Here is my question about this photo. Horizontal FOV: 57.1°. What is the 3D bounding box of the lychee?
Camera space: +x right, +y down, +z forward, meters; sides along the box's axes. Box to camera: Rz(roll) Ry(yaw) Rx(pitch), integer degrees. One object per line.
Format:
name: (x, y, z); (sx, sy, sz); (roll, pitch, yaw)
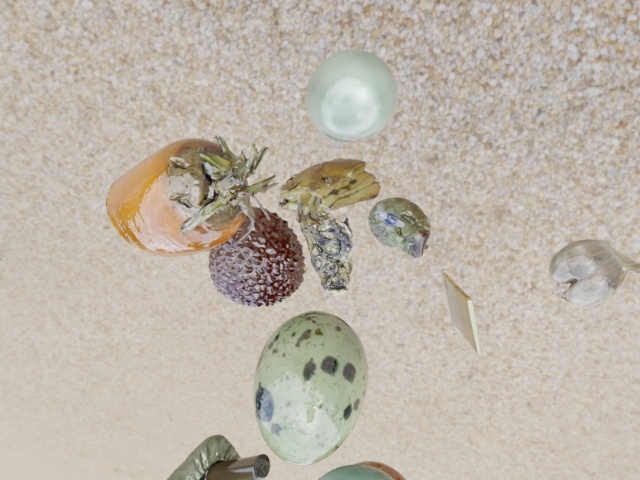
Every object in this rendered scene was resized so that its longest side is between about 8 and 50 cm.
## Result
lychee: (-0.179, 0.041, 1.550); (0.300, 0.264, 0.264); (26, 149, 2)

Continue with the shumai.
shumai: (0.309, -0.046, 2.351); (0.271, 0.204, 0.222); (9, 113, 17)

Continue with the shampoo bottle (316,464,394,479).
shampoo bottle: (0.065, 0.462, 0.735); (0.221, 0.350, 0.151); (22, 131, -36)

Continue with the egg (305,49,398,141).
egg: (0.073, -0.370, 1.534); (0.229, 0.230, 0.371); (27, 180, -12)

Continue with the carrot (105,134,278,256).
carrot: (-0.226, -0.069, 1.021); (0.331, 0.193, 0.214); (-19, 98, 48)

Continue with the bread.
bread: (0.026, -0.200, 2.101); (0.277, 0.324, 0.167); (3, 106, 53)

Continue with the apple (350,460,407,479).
apple: (0.148, 0.783, 1.622); (0.277, 0.309, 0.250); (-4, 140, 10)

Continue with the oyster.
oyster: (0.000, 0.000, 1.392); (0.223, 0.083, 0.214); (37, 140, 51)

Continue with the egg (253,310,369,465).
egg: (-0.027, 0.359, 1.465); (0.287, 0.379, 0.288); (14, 145, 10)

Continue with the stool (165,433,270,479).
stool: (-0.218, 0.679, 1.419); (0.226, 0.310, 0.310); (-5, 122, 41)

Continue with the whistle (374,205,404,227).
whistle: (0.166, -0.054, 1.406); (0.083, 0.033, 0.029); (26, 171, -19)

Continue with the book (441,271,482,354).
book: (0.286, 0.144, 1.196); (0.012, 0.172, 0.118); (-15, 105, -1)

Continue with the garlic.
garlic: (0.892, 0.111, 1.961); (0.292, 0.210, 0.237); (-37, 157, 25)
